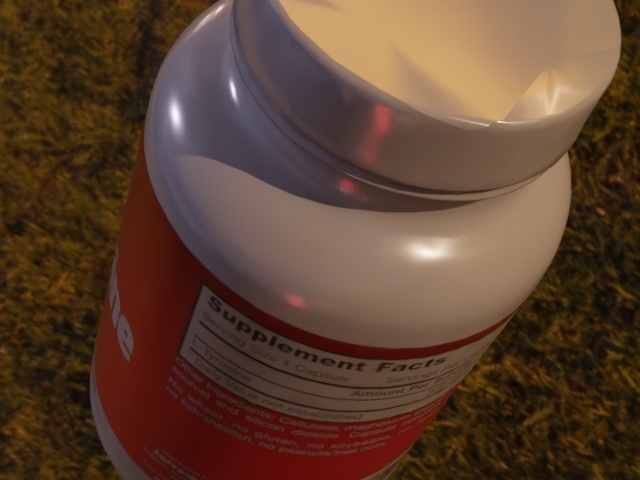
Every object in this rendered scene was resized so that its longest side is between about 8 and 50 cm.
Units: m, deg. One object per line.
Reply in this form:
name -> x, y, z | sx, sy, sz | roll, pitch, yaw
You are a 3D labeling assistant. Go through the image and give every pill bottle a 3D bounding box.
pill bottle -> 0.000, 0.000, 0.645 | 0.407, 0.229, 0.229 | 115, 152, -51
